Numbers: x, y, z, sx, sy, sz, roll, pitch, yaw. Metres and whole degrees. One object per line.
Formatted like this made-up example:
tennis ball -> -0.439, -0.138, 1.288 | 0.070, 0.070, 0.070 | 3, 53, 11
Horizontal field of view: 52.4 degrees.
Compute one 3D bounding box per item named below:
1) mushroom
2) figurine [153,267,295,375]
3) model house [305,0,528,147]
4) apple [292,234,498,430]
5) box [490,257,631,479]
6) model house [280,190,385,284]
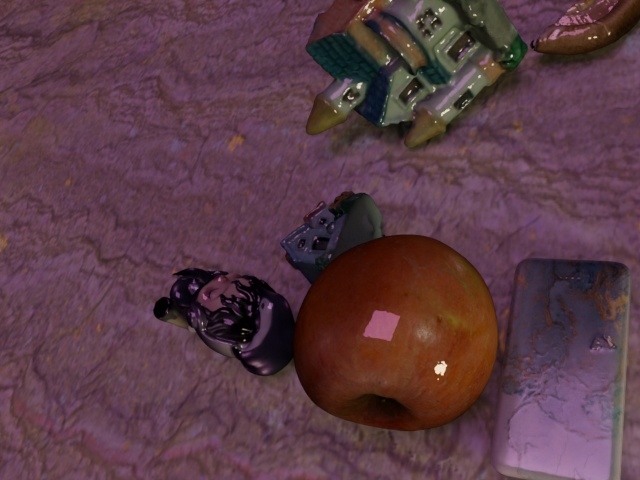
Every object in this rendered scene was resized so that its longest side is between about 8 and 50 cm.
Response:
mushroom -> 0.430, -0.345, 1.001 | 0.210, 0.072, 0.094 | -45, 53, -1
figurine -> -0.130, 0.118, 0.957 | 0.222, 0.145, 0.145 | 11, 68, 38
model house -> 0.106, -0.266, 0.997 | 0.325, 0.267, 0.194 | -46, 41, 9
apple -> 0.089, 0.109, 0.806 | 0.254, 0.253, 0.253 | -10, 59, 18
box -> 0.298, 0.154, 0.799 | 0.142, 0.044, 0.284 | 1, 63, 28
model house -> 0.000, 0.000, 0.976 | 0.149, 0.119, 0.148 | 2, 64, 33
